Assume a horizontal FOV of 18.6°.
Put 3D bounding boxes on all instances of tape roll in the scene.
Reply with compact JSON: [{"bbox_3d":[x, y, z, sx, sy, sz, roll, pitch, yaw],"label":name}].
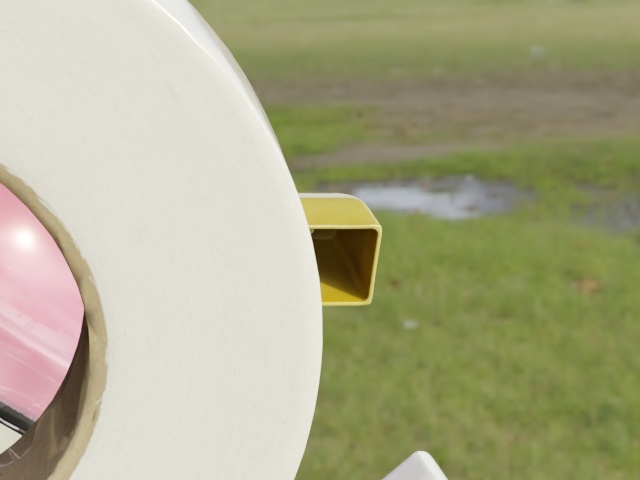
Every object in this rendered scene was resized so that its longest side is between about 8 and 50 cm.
[{"bbox_3d":[-0.192,0.039,0.801,0.392,0.392,0.072,-3,22,-8],"label":"tape roll"}]

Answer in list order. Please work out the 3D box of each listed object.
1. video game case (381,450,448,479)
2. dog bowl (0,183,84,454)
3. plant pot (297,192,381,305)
[{"bbox_3d":[0.048,0.263,1.210,0.183,0.201,0.023,-41,-29,12],"label":"video game case"},{"bbox_3d":[-0.194,0.068,1.306,0.408,0.150,0.408,31,17,-11],"label":"dog bowl"},{"bbox_3d":[0.000,0.000,1.673,0.081,0.081,0.083,-1,32,-13],"label":"plant pot"}]
